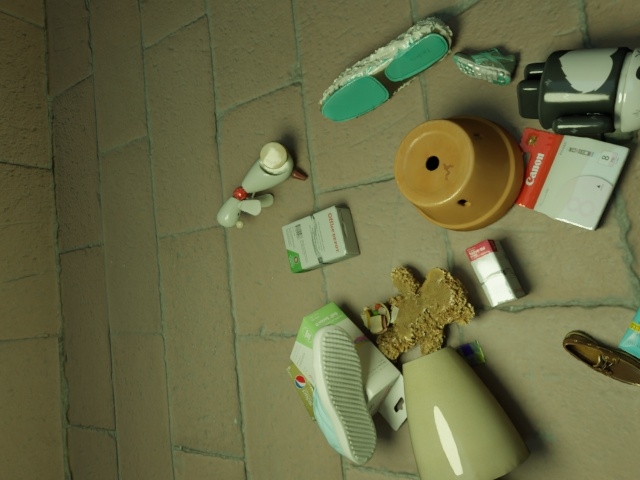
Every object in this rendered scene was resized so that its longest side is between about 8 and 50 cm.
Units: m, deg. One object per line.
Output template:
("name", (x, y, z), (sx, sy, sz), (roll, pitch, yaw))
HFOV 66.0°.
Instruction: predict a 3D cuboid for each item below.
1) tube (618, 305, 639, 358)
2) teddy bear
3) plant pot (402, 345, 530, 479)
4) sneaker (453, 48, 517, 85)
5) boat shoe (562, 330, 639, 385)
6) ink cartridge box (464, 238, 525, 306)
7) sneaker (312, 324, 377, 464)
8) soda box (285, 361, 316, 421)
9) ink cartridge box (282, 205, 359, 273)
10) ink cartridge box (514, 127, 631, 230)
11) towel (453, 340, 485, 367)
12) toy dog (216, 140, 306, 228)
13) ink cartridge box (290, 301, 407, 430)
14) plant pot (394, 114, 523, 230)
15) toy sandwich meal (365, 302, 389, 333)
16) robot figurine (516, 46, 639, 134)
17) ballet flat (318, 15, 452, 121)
("tube", (0.693, 0.147, 1.019), (0.080, 0.052, 0.207), (-131, 57, -69))
("teddy bear", (0.250, 0.194, 1.305), (0.245, 0.113, 0.338), (52, 124, 32))
("plant pot", (0.304, 0.398, 1.154), (0.256, 0.256, 0.274), (-30, 72, 30))
("sneaker", (0.414, -0.447, 1.234), (0.166, 0.065, 0.076), (32, 90, 28))
("boat shoe", (0.609, 0.261, 1.061), (0.177, 0.060, 0.064), (29, 116, 32))
("ink cartridge box", (0.417, 0.077, 1.175), (0.063, 0.109, 0.151), (-30, 72, 29))
("sneaker", (0.022, 0.377, 1.222), (0.150, 0.135, 0.367), (-1, 106, 46))
("soda box", (-0.031, 0.450, 1.505), (0.058, 0.061, 0.181), (-42, 66, 25))
("ink cartridge box", (0.000, 0.000, 1.481), (0.208, 0.086, 0.153), (-19, 78, 34))
("ink cartridge box", (0.545, -0.147, 1.128), (0.232, 0.066, 0.189), (24, 102, 29))
("towel", (0.374, 0.295, 1.260), (0.083, 0.009, 0.060), (-30, 72, 31))
("toy dog", (-0.173, -0.161, 1.567), (0.161, 0.220, 0.334), (38, 122, -4))
("ink cartridge box", (0.082, 0.371, 1.354), (0.353, 0.119, 0.207), (44, 137, 28))
("plant pot", (0.311, -0.173, 1.190), (0.290, 0.203, 0.291), (-3, 85, 39))
("toy sandwich meal", (0.149, 0.207, 1.311), (0.085, 0.029, 0.086), (-3, 86, 47))
("robot figurine", (0.569, -0.319, 1.042), (0.278, 0.173, 0.209), (12, 98, 35))
("ballet flat", (0.176, -0.473, 1.369), (0.408, 0.147, 0.147), (-25, 75, 29))
